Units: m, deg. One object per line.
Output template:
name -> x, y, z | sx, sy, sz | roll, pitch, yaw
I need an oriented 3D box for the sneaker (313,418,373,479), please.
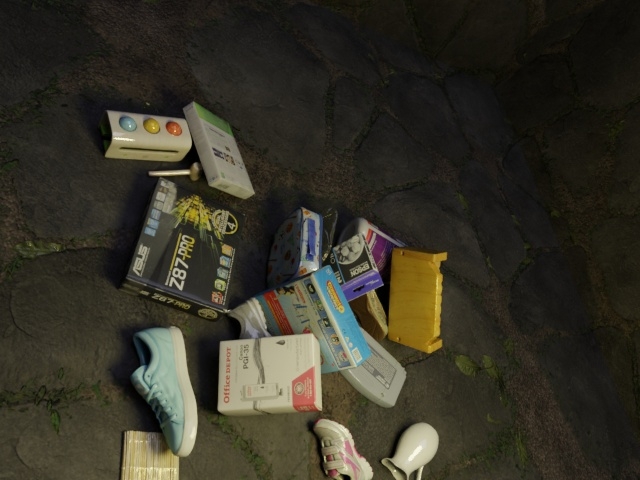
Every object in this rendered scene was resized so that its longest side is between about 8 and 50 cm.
sneaker -> 0.055, 0.670, 1.735 | 0.252, 0.103, 0.111 | 53, 42, 3

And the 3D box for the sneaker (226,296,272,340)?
sneaker -> -0.210, 0.327, 1.770 | 0.115, 0.105, 0.281 | -19, 73, -21

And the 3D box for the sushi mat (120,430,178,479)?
sushi mat -> -0.431, 0.646, 1.414 | 0.152, 0.019, 0.316 | 14, 54, -33

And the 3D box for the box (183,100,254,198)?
box -> -0.362, -0.317, 2.009 | 0.232, 0.059, 0.321 | 21, 46, -65

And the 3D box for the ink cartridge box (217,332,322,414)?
ink cartridge box -> -0.145, 0.390, 1.615 | 0.283, 0.117, 0.207 | -7, 65, 8

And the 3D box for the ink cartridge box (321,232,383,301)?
ink cartridge box -> 0.108, 0.108, 2.071 | 0.045, 0.206, 0.208 | 8, 57, -55

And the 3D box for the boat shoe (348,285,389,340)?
boat shoe -> 0.175, 0.239, 2.126 | 0.089, 0.105, 0.285 | -25, 91, -55

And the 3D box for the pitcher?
pitcher -> 0.321, 0.741, 1.908 | 0.207, 0.126, 0.177 | -36, 109, -36

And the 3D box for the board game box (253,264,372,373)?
board game box -> -0.032, 0.263, 1.752 | 0.086, 0.302, 0.308 | -27, 92, -46

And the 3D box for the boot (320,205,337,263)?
boot -> 0.002, 0.000, 2.104 | 0.085, 0.178, 0.236 | 19, 81, -1

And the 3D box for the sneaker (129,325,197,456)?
sneaker -> -0.435, 0.402, 1.499 | 0.150, 0.135, 0.365 | 6, 48, -35

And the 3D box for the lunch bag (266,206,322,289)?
lunch bag -> -0.081, 0.048, 1.931 | 0.115, 0.243, 0.303 | 21, 50, -28

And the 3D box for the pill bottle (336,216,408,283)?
pill bottle -> 0.233, 0.055, 2.227 | 0.323, 0.181, 0.181 | 31, 47, -21

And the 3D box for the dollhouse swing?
dollhouse swing -> 0.428, 0.203, 2.096 | 0.305, 0.315, 0.346 | -1, 95, -33

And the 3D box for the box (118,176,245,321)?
box -> -0.422, 0.026, 1.773 | 0.319, 0.097, 0.394 | 23, 50, -22

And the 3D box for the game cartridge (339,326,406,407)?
game cartridge -> 0.171, 0.452, 2.010 | 0.294, 0.060, 0.196 | 44, 41, -7

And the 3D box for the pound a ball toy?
pound a ball toy -> -0.548, -0.321, 1.870 | 0.319, 0.136, 0.208 | -2, 64, -40
